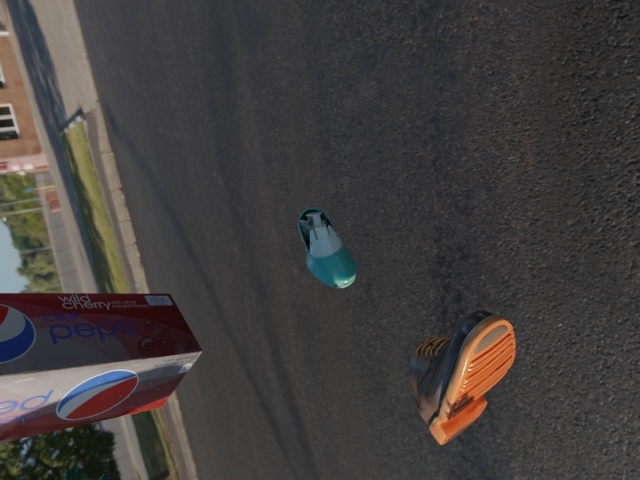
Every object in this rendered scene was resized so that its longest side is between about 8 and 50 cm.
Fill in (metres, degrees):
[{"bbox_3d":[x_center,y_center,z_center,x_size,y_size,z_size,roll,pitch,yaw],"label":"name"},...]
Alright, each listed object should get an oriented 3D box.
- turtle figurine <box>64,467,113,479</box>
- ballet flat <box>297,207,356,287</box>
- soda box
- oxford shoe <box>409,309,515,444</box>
[{"bbox_3d":[-0.608,0.656,1.071,0.234,0.175,0.118,-52,45,12],"label":"turtle figurine"},{"bbox_3d":[0.000,0.000,0.857,0.247,0.083,0.087,-120,10,-62],"label":"ballet flat"},{"bbox_3d":[-0.236,0.100,0.360,0.092,0.263,0.083,-52,58,19],"label":"soda box"},{"bbox_3d":[0.197,0.205,0.708,0.132,0.130,0.363,49,155,35],"label":"oxford shoe"}]
